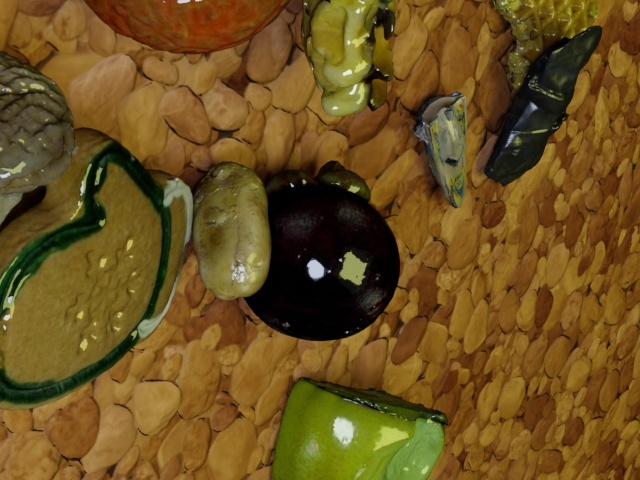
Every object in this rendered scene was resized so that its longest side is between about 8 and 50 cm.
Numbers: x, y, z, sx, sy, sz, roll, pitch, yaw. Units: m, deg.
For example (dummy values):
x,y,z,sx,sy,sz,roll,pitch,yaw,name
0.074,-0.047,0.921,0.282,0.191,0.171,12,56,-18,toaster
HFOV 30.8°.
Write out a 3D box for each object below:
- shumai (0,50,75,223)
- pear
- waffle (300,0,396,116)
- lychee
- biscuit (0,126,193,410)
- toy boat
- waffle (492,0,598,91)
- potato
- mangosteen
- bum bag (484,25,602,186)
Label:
x,y,z,sx,sy,sz,roll,pitch,yaw,name
-0.335,-0.077,1.041,0.206,0.166,0.175,13,140,-22,shumai
0.054,0.340,1.704,0.292,0.159,0.292,-28,131,-39,pear
0.031,-0.334,1.242,0.380,0.095,0.382,-92,-175,-70,waffle
-0.125,-0.301,1.089,0.300,0.255,0.255,2,107,-67,lychee
-0.234,0.023,1.194,0.343,0.057,0.287,-29,136,-58,biscuit
0.187,-0.125,1.708,0.084,0.066,0.210,-45,138,-26,toy boat
0.355,-0.357,1.811,0.291,0.051,0.291,-26,126,-42,waffle
-0.104,-0.012,1.339,0.080,0.107,0.170,5,67,-33,potato
0.000,0.000,1.447,0.211,0.211,0.250,53,40,-49,mangosteen
0.343,-0.203,1.806,0.137,0.074,0.310,-17,140,-43,bum bag
